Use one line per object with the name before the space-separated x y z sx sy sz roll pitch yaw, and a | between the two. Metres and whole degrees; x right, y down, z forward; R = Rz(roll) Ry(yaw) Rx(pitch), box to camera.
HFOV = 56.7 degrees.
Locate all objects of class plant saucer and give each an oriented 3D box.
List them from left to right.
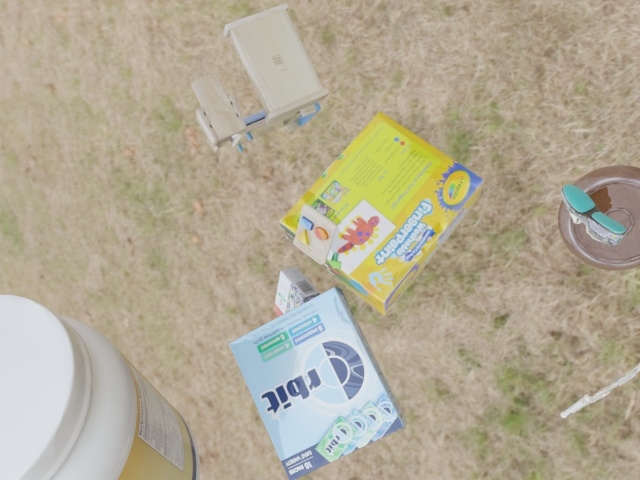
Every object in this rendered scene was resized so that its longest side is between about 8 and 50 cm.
plant saucer | 0.455 -0.030 0.910 0.168 0.029 0.168 5 106 19

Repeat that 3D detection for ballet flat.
ballet flat | 0.376 -0.032 0.835 0.114 0.041 0.041 56 146 40

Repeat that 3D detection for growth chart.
growth chart | 0.701 0.370 1.466 0.021 0.237 0.172 58 151 27

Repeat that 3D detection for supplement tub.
supplement tub | -0.271 0.214 0.598 0.228 0.228 0.316 45 162 31

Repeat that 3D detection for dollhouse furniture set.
dollhouse furniture set | -0.165 -0.318 1.286 0.198 0.286 0.303 64 163 -2

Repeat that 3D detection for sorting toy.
sorting toy | 0.000 0.000 0.750 0.083 0.012 0.062 37 125 28

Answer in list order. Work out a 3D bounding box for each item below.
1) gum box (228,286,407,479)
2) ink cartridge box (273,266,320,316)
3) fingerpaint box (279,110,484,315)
gum box | -0.005 0.175 0.734 0.184 0.157 0.041 63 -170 14
ink cartridge box | -0.039 0.102 0.854 0.063 0.029 0.115 45 136 37
fingerpaint box | 0.174 -0.080 1.677 0.371 0.445 0.163 37 167 17
